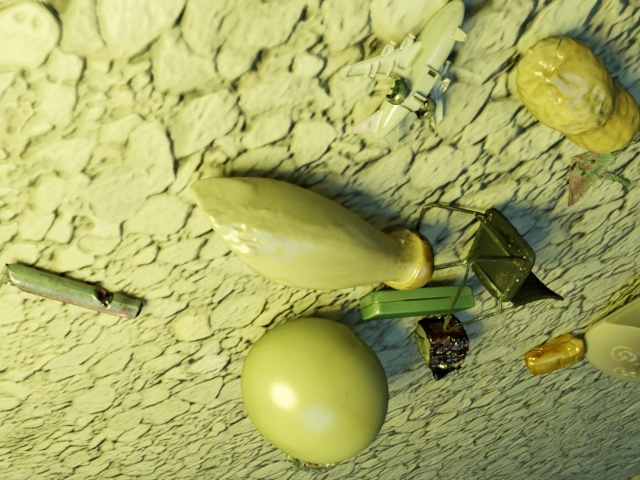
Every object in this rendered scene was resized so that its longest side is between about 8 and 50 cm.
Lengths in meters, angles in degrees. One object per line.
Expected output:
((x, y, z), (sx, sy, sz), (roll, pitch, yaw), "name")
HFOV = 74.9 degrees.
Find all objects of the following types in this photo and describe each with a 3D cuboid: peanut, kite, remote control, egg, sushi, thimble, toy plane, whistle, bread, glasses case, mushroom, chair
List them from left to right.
((-0.336, 0.072, 0.574), (0.177, 0.033, 0.033), (25, 118, -32), "whistle")
((-0.010, 0.451, 0.939), (0.135, 0.090, 0.118), (34, 111, -32), "thimble")
((-0.005, 0.239, 0.681), (0.219, 0.219, 0.269), (-32, 127, 11), "egg")
((0.000, 0.000, 0.550), (0.351, 0.128, 0.128), (13, 124, -27), "mushroom")
((0.106, -0.183, 0.472), (0.162, 0.065, 0.171), (11, 130, -38), "toy plane")
((0.165, 0.107, 0.717), (0.184, 0.039, 0.077), (-2, 161, -15), "glasses case")
((0.232, 0.194, 0.790), (0.085, 0.098, 0.094), (-12, 126, -10), "sushi")
((0.271, 0.030, 0.644), (0.222, 0.140, 0.145), (-5, 130, -14), "chair")
((0.541, 0.267, 0.967), (0.132, 0.053, 0.074), (-24, 131, 7), "bread")
((0.328, -0.174, 0.529), (0.214, 0.099, 0.099), (18, 121, -34), "peanut")
((0.446, -0.107, 0.665), (0.157, 0.011, 0.139), (13, 127, -23), "kite")
((0.731, 0.208, 0.892), (0.221, 0.103, 0.332), (26, 136, 1), "remote control")
